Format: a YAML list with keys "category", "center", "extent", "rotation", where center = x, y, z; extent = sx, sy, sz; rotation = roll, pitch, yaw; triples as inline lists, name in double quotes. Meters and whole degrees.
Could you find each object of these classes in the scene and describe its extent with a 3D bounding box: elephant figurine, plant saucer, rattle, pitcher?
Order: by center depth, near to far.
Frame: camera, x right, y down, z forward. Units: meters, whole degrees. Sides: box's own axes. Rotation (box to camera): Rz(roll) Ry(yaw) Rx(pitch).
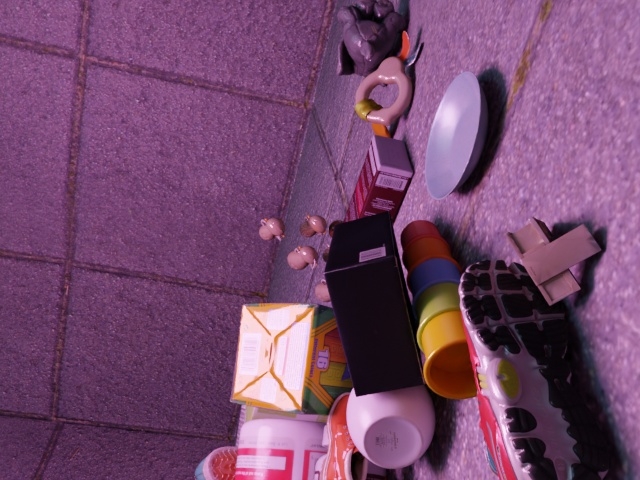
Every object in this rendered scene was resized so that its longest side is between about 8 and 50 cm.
- category: "pitcher"
  center: [0.105, 0.264, 0.910]
  extent: [0.207, 0.126, 0.177]
  rotation: [-79, -19, -74]
- category: "plant saucer"
  center: [0.211, -0.153, 0.916]
  extent: [0.195, 0.037, 0.195]
  rotation: [-169, 90, -79]
- category: "rattle"
  center: [0.171, -0.325, 1.320]
  extent: [0.130, 0.143, 0.199]
  rotation: [15, 78, 48]
- category: "elephant figurine"
  center: [0.117, -0.453, 1.485]
  extent: [0.169, 0.186, 0.239]
  rotation: [48, 159, 19]

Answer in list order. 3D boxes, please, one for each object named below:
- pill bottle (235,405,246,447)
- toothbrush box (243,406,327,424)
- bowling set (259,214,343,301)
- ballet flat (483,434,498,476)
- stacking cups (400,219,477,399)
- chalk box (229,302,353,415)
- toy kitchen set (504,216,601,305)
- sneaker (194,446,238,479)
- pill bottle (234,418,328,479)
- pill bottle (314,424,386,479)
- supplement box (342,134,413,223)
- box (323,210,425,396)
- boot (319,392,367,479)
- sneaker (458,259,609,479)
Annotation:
- category: "pill bottle"
  center: [-0.118, 0.545, 1.545]
  extent: [0.204, 0.204, 0.361]
  rotation: [139, 141, -74]
- category: "toothbrush box"
  center: [-0.047, 0.347, 1.347]
  extent: [0.122, 0.206, 0.283]
  rotation: [-95, 19, -57]
- category: "bowling set"
  center: [0.000, 0.000, 1.544]
  extent: [0.200, 0.287, 0.154]
  rotation: [-48, 8, -19]
- category: "ballet flat"
  center: [0.197, 0.203, 0.669]
  extent: [0.041, 0.041, 0.114]
  rotation: [117, 161, -58]
- category: "stacking cups"
  center: [0.167, 0.075, 0.837]
  extent: [0.316, 0.096, 0.096]
  rotation: [-89, 13, -61]
- category: "chalk box"
  center: [0.008, 0.224, 1.115]
  extent: [0.179, 0.289, 0.180]
  rotation: [-4, 74, 40]
- category: "toy kitchen set"
  center: [0.245, 0.012, 0.618]
  extent: [0.068, 0.075, 0.083]
  rotation: [-35, 72, 22]
- category: "sneaker"
  center: [-0.128, 0.510, 1.324]
  extent: [0.121, 0.302, 0.108]
  rotation: [-41, 38, 46]
- category: "pill bottle"
  center: [-0.057, 0.552, 1.129]
  extent: [0.229, 0.229, 0.407]
  rotation: [123, 154, -65]
- category: "pill bottle"
  center: [0.047, 0.423, 1.002]
  extent: [0.121, 0.121, 0.221]
  rotation: [121, 157, -63]
- category: "supplement box"
  center: [0.113, -0.082, 1.271]
  extent: [0.130, 0.073, 0.239]
  rotation: [-92, 17, -52]
- category: "box"
  center: [0.080, 0.081, 0.902]
  extent: [0.261, 0.103, 0.184]
  rotation: [-72, -34, -74]
- category: "boot"
  center: [0.048, 0.309, 0.941]
  extent: [0.084, 0.059, 0.158]
  rotation: [-41, 34, 53]
- category: "sneaker"
  center: [0.186, 0.139, 0.608]
  extent: [0.118, 0.107, 0.279]
  rotation: [98, 177, -46]
